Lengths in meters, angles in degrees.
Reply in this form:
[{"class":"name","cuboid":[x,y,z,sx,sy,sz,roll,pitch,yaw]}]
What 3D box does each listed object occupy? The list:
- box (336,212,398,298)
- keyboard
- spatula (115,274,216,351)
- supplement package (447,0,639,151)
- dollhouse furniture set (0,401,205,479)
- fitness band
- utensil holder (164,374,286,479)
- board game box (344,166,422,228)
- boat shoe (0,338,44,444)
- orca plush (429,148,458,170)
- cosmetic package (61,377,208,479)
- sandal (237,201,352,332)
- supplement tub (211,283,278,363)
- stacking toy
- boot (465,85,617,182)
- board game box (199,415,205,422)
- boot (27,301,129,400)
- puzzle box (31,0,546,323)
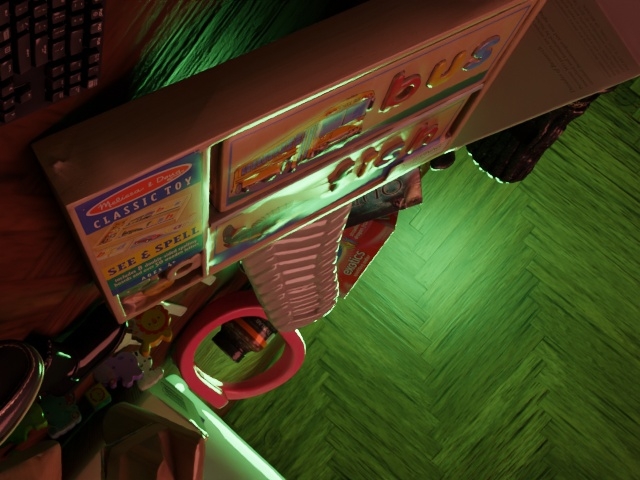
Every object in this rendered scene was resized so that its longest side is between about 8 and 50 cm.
[{"class":"box","cuboid":[0.038,-0.019,1.197,0.256,0.128,0.122,121,-12,-53]},{"class":"keyboard","cuboid":[-0.113,-0.130,0.301,0.108,0.023,0.180,-44,172,-37]},{"class":"spatula","cuboid":[-0.200,0.087,0.886,0.168,0.019,0.242,-50,172,-6]},{"class":"supplement package","cuboid":[0.204,-0.238,0.698,0.177,0.175,0.293,-47,-167,-25]},{"class":"dollhouse furniture set","cuboid":[-0.339,0.389,0.671,0.362,0.257,0.393,-19,118,-59]},{"class":"fitness band","cuboid":[-0.141,0.201,1.198,0.209,0.054,0.290,-33,140,-2]},{"class":"utensil holder","cuboid":[-0.248,0.503,1.257,0.327,0.385,0.327,-48,173,-8]},{"class":"board game box","cuboid":[0.061,-0.078,1.010,0.186,0.026,0.126,-18,136,-4]},{"class":"boat shoe","cuboid":[-0.276,0.131,0.448,0.206,0.075,0.065,-38,170,-38]},{"class":"orca plush","cuboid":[0.136,-0.174,1.072,0.287,0.151,0.102,-30,-165,-19]},{"class":"cosmetic package","cuboid":[-0.310,0.335,0.930,0.309,0.113,0.160,-49,-163,-8]},{"class":"sandal","cuboid":[-0.054,-0.003,0.965,0.170,0.102,0.416,-22,145,-20]},{"class":"supplement tub","cuboid":[-0.119,0.142,1.295,0.198,0.106,0.106,-48,172,-13]},{"class":"stacking toy","cuboid":[-0.271,0.173,0.771,0.221,0.052,0.167,-36,167,-30]},{"class":"boot","cuboid":[0.283,-0.283,0.956,0.260,0.131,0.347,124,-34,-61]},{"class":"board game box","cuboid":[-0.258,0.369,0.992,0.160,0.039,0.211,-38,-161,23]},{"class":"boot","cuboid":[-0.244,0.105,0.637,0.121,0.045,0.099,-51,167,-5]},{"class":"puzzle box","cuboid":[-0.014,-0.080,0.577,0.409,0.052,0.272,-29,165,-19]}]
